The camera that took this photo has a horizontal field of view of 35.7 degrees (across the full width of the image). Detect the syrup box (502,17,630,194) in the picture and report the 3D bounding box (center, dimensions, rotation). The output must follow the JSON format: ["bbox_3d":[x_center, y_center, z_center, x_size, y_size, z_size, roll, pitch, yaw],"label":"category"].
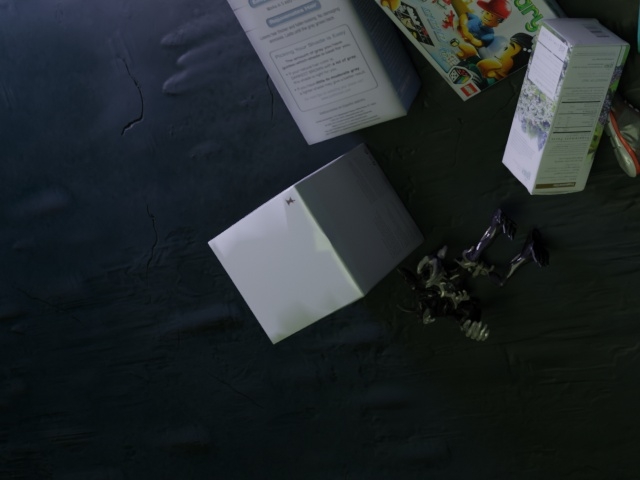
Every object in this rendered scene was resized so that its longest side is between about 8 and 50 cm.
[{"bbox_3d":[0.347,-0.190,1.423,0.093,0.096,0.237,-119,30,-50],"label":"syrup box"}]

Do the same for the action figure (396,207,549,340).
[{"bbox_3d":[0.225,0.070,1.600,0.164,0.141,0.276,42,122,-7],"label":"action figure"}]

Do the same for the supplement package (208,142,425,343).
[{"bbox_3d":[0.000,0.000,1.613,0.198,0.263,0.199,-31,93,33],"label":"supplement package"}]

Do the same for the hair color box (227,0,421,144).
[{"bbox_3d":[-0.013,-0.347,1.513,0.185,0.113,0.374,-14,120,31],"label":"hair color box"}]

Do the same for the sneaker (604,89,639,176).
[{"bbox_3d":[0.447,-0.174,1.446,0.065,0.061,0.158,-24,99,5],"label":"sneaker"}]

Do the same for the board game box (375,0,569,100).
[{"bbox_3d":[0.196,-0.357,1.418,0.193,0.053,0.305,-29,123,33],"label":"board game box"}]

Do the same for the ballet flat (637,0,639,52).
[{"bbox_3d":[0.474,-0.397,1.312,0.106,0.107,0.316,2,121,23],"label":"ballet flat"}]
